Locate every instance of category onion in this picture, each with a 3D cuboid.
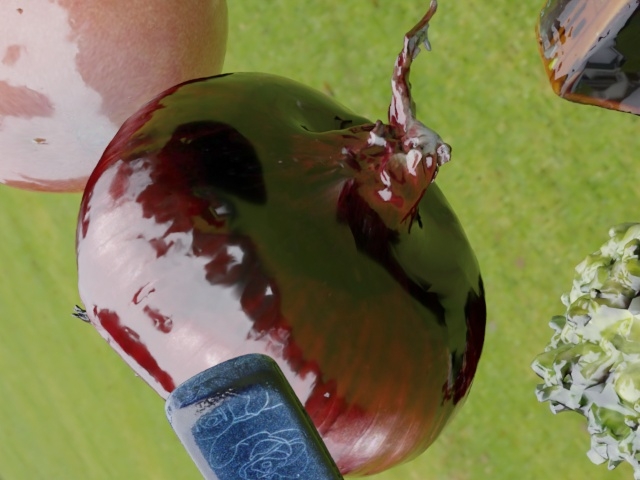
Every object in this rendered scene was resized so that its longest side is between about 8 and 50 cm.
[{"bbox_3d":[0.000,0.000,0.885,0.273,0.273,0.285,50,119,10],"label":"onion"}]

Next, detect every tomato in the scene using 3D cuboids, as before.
[{"bbox_3d":[-0.195,-0.157,1.129,0.256,0.255,0.224,75,-166,-51],"label":"tomato"}]

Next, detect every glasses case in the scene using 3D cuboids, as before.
[{"bbox_3d":[-0.015,0.062,0.410,0.023,0.033,0.083,47,167,49],"label":"glasses case"}]

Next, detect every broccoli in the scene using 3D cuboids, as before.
[{"bbox_3d":[0.334,0.112,1.184,0.324,0.334,0.272,-12,77,51],"label":"broccoli"}]

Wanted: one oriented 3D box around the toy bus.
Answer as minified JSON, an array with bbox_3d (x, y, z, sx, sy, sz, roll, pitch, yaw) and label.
[{"bbox_3d":[0.311,-0.108,0.893,0.093,0.408,0.092,-56,40,40],"label":"toy bus"}]
